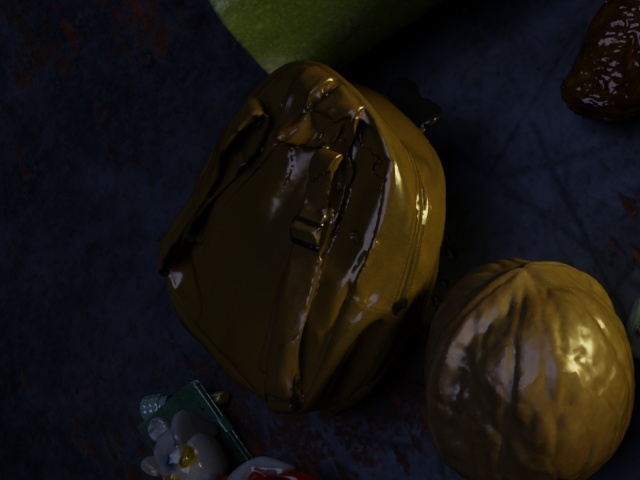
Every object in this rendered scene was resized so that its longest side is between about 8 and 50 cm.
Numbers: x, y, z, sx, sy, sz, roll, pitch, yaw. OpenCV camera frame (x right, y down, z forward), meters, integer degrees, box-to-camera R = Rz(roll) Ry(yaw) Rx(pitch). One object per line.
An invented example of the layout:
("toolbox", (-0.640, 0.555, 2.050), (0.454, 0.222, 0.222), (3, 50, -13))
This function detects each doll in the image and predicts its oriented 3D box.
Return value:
("doll", (-0.057, 0.326, 1.302), (0.384, 0.099, 0.188), (41, 101, 23))

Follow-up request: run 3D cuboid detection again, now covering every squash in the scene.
("squash", (0.064, -0.373, 1.318), (0.384, 0.263, 0.263), (-31, 64, 21))

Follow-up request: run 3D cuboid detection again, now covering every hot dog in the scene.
("hot dog", (0.309, -0.188, 1.236), (0.099, 0.065, 0.147), (18, 77, 34))

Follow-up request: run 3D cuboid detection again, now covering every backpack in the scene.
("backpack", (-0.003, 0.001, 1.288), (0.353, 0.201, 0.378), (48, 122, 31))

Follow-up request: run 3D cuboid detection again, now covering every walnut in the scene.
("walnut", (0.197, 0.126, 1.137), (0.228, 0.228, 0.227), (-8, 74, 30))

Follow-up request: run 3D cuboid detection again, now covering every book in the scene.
("book", (-0.145, 0.246, 1.417), (0.103, 0.017, 0.135), (-41, 75, 15))

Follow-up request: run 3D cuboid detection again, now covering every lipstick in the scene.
("lipstick", (-0.164, 0.200, 1.452), (0.116, 0.037, 0.037), (-11, 73, 25))

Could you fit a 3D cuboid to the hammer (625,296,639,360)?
("hammer", (0.350, 0.149, 1.135), (0.116, 0.069, 0.193), (0, 86, 31))
